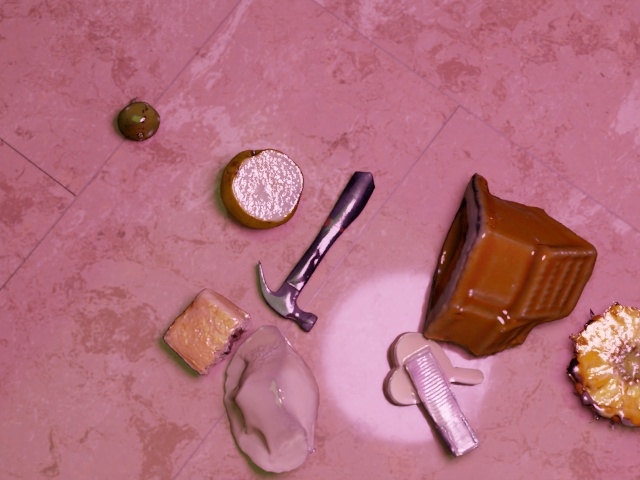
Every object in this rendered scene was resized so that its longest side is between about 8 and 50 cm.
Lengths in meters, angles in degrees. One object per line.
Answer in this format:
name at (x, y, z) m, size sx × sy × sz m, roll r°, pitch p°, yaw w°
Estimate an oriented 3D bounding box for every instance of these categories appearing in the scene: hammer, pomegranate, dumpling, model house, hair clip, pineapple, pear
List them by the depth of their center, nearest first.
dumpling at (-0.088, 0.257, 1.585) m, size 0.166 × 0.126 × 0.216 m, roll -23°, pitch 94°, yaw 21°
hair clip at (0.196, 0.244, 1.609) m, size 0.159 × 0.071 × 0.218 m, roll -29°, pitch 86°, yaw -13°
model house at (0.315, 0.063, 1.616) m, size 0.239 × 0.173 × 0.268 m, roll 19°, pitch 104°, yaw -8°
pineapple at (0.507, 0.206, 1.618) m, size 0.224 × 0.076 × 0.225 m, roll 0°, pitch 79°, yaw 2°
pear at (-0.103, -0.089, 1.656) m, size 0.141 × 0.104 × 0.141 m, roll -1°, pitch 94°, yaw -20°
hammer at (0.000, 0.000, 1.671) m, size 0.137 × 0.037 × 0.290 m, roll 32°, pitch 80°, yaw 4°
pomegranate at (-0.321, -0.210, 1.697) m, size 0.073 × 0.073 × 0.084 m, roll -47°, pitch 47°, yaw -9°

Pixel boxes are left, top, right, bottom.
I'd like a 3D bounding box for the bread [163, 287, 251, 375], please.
bread at (-0.183, 0.148, 1.617) m, size 0.106 × 0.082 × 0.125 m, roll 40°, pitch 90°, yaw 17°
